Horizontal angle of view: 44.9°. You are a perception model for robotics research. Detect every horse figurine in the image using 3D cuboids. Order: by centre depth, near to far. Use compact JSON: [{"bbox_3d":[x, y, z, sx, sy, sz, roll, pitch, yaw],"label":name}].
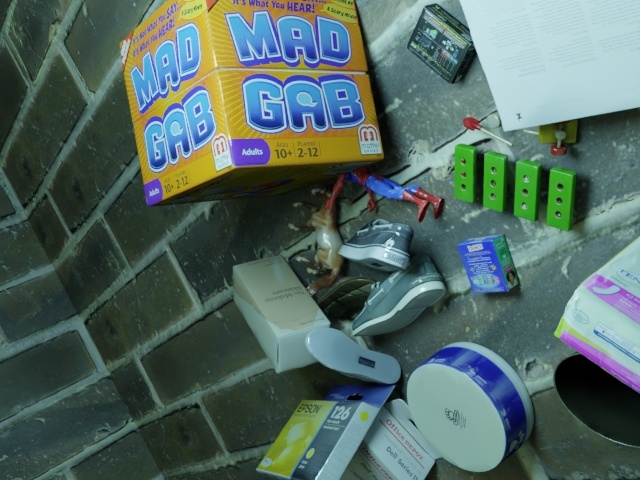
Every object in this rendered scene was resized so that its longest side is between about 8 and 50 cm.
[{"bbox_3d":[0.000,0.000,1.856,0.175,0.066,0.263,-6,97,48],"label":"horse figurine"}]

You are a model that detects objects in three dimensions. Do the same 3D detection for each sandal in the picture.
[{"bbox_3d":[0.067,0.126,1.862,0.090,0.060,0.219,34,144,-14],"label":"sandal"}]

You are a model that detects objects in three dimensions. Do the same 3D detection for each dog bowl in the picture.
[{"bbox_3d":[0.317,0.358,1.670,0.265,0.104,0.264,26,128,38],"label":"dog bowl"}]

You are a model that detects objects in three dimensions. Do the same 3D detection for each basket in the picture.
[{"bbox_3d":[0.525,0.203,1.242,0.204,0.227,0.154,16,122,45],"label":"basket"}]

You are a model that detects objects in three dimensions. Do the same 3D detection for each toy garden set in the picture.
[{"bbox_3d":[0.353,-0.146,1.390,0.244,0.049,0.203,23,128,41],"label":"toy garden set"}]

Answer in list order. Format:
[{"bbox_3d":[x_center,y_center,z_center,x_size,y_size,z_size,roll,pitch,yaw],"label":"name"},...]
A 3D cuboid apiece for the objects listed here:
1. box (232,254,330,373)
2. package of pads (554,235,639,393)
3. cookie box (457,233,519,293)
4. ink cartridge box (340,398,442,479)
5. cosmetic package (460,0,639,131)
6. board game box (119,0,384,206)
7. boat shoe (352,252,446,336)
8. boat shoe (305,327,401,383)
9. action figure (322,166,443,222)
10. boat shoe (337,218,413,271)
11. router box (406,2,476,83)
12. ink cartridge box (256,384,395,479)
[{"bbox_3d":[-0.102,0.178,1.944,0.311,0.148,0.121,49,145,48],"label":"box"},{"bbox_3d":[0.513,0.108,1.144,0.229,0.297,0.101,37,136,30],"label":"package of pads"},{"bbox_3d":[0.330,0.047,1.528,0.092,0.040,0.107,-9,104,51],"label":"cookie box"},{"bbox_3d":[0.136,0.533,1.933,0.207,0.119,0.353,47,142,-5],"label":"ink cartridge box"},{"bbox_3d":[0.404,-0.330,1.124,0.377,0.097,0.284,-4,115,44],"label":"cosmetic package"},{"bbox_3d":[-0.146,-0.286,1.574,0.357,0.356,0.356,-14,85,52],"label":"board game box"},{"bbox_3d":[0.164,0.130,1.735,0.319,0.116,0.099,-45,53,51],"label":"boat shoe"},{"bbox_3d":[0.065,0.284,1.841,0.258,0.095,0.084,29,154,-19],"label":"boat shoe"},{"bbox_3d":[0.114,-0.086,1.653,0.280,0.091,0.139,34,117,33],"label":"action figure"},{"bbox_3d":[0.122,0.004,1.679,0.108,0.102,0.301,22,173,-11],"label":"boat shoe"},{"bbox_3d":[0.224,-0.361,1.420,0.122,0.038,0.092,46,139,21],"label":"router box"},{"bbox_3d":[0.007,0.462,1.897,0.072,0.307,0.304,41,154,-16],"label":"ink cartridge box"}]
